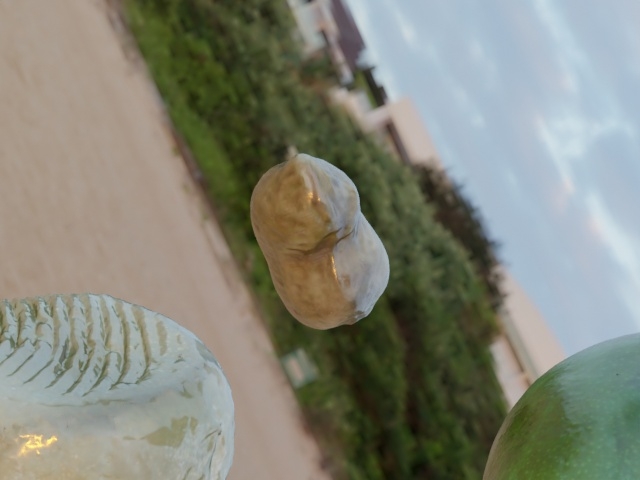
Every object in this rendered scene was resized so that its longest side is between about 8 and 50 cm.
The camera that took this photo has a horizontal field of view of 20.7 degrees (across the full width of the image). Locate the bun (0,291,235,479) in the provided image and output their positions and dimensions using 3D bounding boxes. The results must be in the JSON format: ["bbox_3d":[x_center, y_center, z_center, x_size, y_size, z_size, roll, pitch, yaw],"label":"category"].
[{"bbox_3d":[-0.252,0.184,1.550,0.349,0.352,0.227,-94,-174,-76],"label":"bun"}]

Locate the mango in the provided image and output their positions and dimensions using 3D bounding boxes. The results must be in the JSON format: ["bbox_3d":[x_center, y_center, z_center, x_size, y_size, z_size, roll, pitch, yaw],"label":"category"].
[{"bbox_3d":[0.231,0.192,1.372,0.382,0.225,0.201,-34,111,-54],"label":"mango"}]

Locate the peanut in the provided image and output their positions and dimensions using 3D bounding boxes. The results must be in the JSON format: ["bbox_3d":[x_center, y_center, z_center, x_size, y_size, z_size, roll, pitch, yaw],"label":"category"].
[{"bbox_3d":[0.000,0.000,1.796,0.137,0.122,0.253,49,-14,45],"label":"peanut"}]
